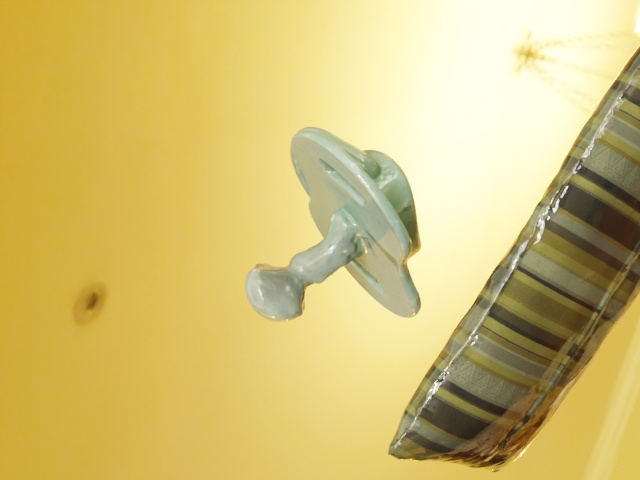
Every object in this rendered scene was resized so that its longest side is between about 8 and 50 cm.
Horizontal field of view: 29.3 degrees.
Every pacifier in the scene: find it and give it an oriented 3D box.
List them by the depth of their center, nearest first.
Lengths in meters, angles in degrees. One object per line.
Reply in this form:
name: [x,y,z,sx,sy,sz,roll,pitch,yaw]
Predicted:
pacifier: [0.000,0.000,0.741,0.116,0.127,0.150,-36,-26,-12]

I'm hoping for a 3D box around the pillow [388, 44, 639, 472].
pillow: [0.108,0.011,0.509,0.113,0.038,0.203,22,-79,-56]
